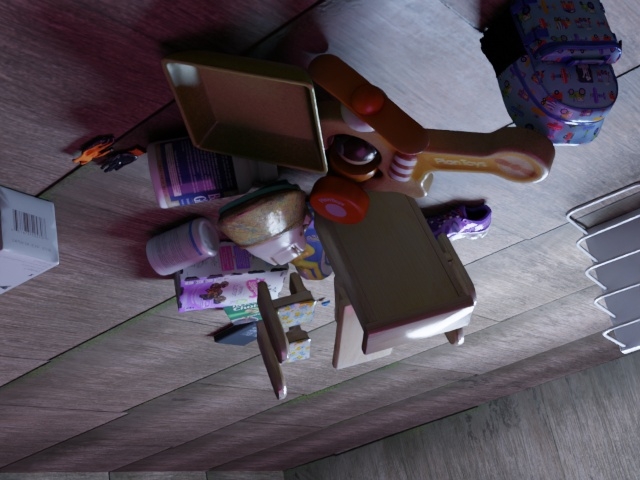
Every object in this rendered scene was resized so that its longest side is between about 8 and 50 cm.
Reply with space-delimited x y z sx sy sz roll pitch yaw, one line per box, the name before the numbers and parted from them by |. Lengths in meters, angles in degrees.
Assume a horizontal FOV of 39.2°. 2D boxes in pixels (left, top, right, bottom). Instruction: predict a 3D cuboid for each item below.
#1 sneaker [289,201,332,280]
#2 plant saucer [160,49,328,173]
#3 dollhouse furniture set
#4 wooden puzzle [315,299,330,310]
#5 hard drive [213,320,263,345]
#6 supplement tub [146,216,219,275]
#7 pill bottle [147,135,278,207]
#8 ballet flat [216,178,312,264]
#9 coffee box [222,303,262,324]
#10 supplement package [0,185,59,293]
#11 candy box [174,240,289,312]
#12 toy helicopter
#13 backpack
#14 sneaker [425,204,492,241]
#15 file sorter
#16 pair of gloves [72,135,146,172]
sneaker | 0.000 0.000 1.575 0.126 0.091 0.240 -21 155 18
plant saucer | -0.083 -0.166 1.109 0.188 0.045 0.188 12 154 12
dollhouse furniture set | 0.099 0.132 1.523 0.362 0.256 0.394 -14 145 -13
wooden puzzle | -0.042 0.148 2.007 0.116 0.014 0.078 -6 161 -15
hard drive | -0.168 0.209 2.072 0.135 0.022 0.094 -29 152 35
supplement tub | -0.229 0.010 1.506 0.107 0.071 0.071 -21 156 20
pill bottle | -0.148 -0.104 1.246 0.169 0.094 0.094 -11 158 -4
ballet flat | -0.064 -0.022 1.280 0.123 0.123 0.348 -14 -175 4
coffee box | -0.146 0.123 1.856 0.113 0.040 0.184 -12 158 -1
supplement package | -0.489 0.011 1.328 0.179 0.105 0.105 -24 155 28
candy box | -0.168 0.063 1.663 0.196 0.070 0.165 -6 157 -13
toy helicopter | 0.119 -0.130 1.154 0.355 0.140 0.235 7 150 29
backpack | 0.299 -0.210 1.121 0.158 0.173 0.117 -1 155 -23
sneaker | 0.240 -0.036 1.673 0.170 0.068 0.071 -15 144 -17
file sorter | 0.624 0.049 1.777 0.193 0.277 0.173 -24 150 27
pair of gloves | -0.292 -0.119 1.246 0.074 0.010 0.083 -26 157 27
